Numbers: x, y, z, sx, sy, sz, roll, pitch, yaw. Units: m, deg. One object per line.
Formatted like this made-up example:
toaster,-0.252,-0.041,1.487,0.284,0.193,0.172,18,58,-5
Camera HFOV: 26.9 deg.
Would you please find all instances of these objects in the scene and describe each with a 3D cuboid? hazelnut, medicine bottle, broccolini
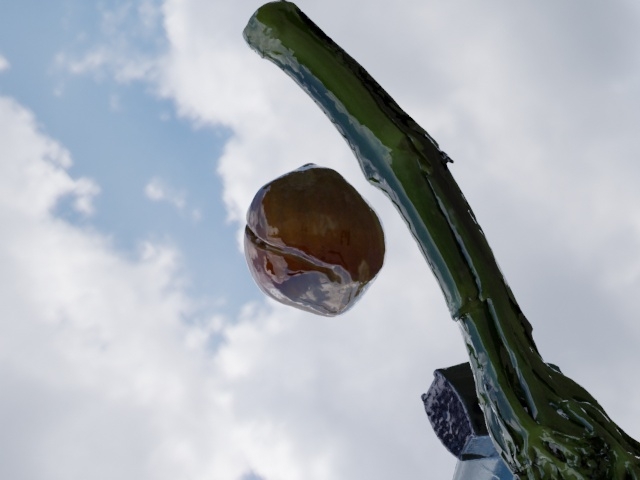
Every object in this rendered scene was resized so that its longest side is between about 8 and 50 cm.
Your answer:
hazelnut,0.000,0.000,1.579,0.182,0.182,0.182,30,-137,-32
medicine bottle,0.148,0.197,1.164,0.124,0.258,0.079,-18,-130,-19
broccolini,0.043,0.017,0.387,0.054,0.051,0.239,-21,-114,-26
